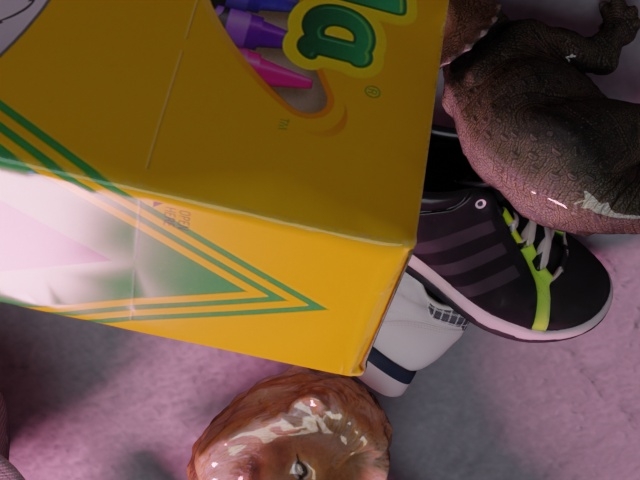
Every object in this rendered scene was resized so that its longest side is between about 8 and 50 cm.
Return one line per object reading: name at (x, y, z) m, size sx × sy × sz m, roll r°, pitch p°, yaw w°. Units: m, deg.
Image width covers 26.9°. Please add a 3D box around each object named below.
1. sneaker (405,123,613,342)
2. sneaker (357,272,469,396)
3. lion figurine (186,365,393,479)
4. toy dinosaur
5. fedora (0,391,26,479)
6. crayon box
sneaker at (0.099, -0.012, 0.826) m, size 0.235 × 0.084 × 0.097 m, roll 26°, pitch 145°, yaw -19°
sneaker at (0.000, 0.000, 0.879) m, size 0.235 × 0.090 × 0.095 m, roll 39°, pitch 105°, yaw -22°
lion figurine at (0.016, 0.231, 0.992) m, size 0.240 × 0.142 × 0.392 m, roll -30°, pitch 138°, yaw 19°
toy dinosaur at (0.136, -0.057, 0.741) m, size 0.160 × 0.313 × 0.121 m, roll -13°, pitch 144°, yaw -30°
fedora at (-0.310, 0.150, 0.978) m, size 0.244 × 0.124 × 0.275 m, roll 5°, pitch 133°, yaw 6°
crayon box at (-0.098, -0.141, 0.610) m, size 0.313 × 0.362 × 0.106 m, roll 11°, pitch 142°, yaw -1°
